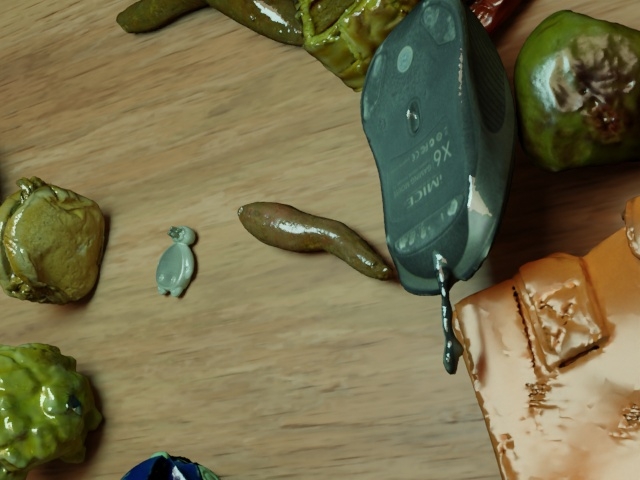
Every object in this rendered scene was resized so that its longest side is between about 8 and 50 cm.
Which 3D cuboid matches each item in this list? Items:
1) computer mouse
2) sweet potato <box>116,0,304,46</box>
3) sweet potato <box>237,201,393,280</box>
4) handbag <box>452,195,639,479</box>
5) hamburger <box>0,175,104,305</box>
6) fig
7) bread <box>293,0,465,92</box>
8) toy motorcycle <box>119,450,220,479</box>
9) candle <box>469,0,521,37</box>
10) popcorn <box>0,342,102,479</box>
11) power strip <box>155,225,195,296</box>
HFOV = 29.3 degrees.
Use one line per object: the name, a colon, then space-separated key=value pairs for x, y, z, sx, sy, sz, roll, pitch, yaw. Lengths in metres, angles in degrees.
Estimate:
computer mouse: x=0.119 y=-0.057 z=1.104 sx=0.167 sy=0.090 sz=0.379 roll=-36 pitch=49 yaw=52
sweet potato: x=-0.133 y=-0.296 z=1.468 sx=0.346 sy=0.079 sz=0.108 roll=12 pitch=93 yaw=42
sweet potato: x=0.000 y=0.000 z=1.277 sx=0.214 sy=0.050 sz=0.050 roll=20 pitch=86 yaw=36
handbag: x=0.320 y=0.091 z=0.958 sx=0.410 sy=0.116 sz=0.303 roll=-30 pitch=57 yaw=25
hamburger: x=-0.328 y=0.002 z=1.462 sx=0.083 sy=0.138 sz=0.147 roll=0 pitch=80 yaw=36
fig: x=0.242 y=-0.141 z=1.098 sx=0.154 sy=0.144 sz=0.165 roll=110 pitch=152 yaw=-45
bread: x=0.077 y=-0.271 z=1.268 sx=0.222 sy=0.096 sz=0.181 roll=-42 pitch=34 yaw=17
toy motorcycle: x=-0.092 y=0.311 z=1.132 sx=0.125 sy=0.196 sz=0.331 roll=-49 pitch=50 yaw=11
candle: x=0.152 y=-0.217 z=1.243 sx=0.162 sy=0.048 sz=0.053 roll=-49 pitch=22 yaw=14
popcorn: x=-0.337 y=0.196 z=1.393 sx=0.173 sy=0.173 sz=0.142 roll=49 pitch=126 yaw=38
power strip: x=-0.169 y=0.022 z=1.403 sx=0.055 sy=0.035 sz=0.083 roll=8 pitch=81 yaw=38
